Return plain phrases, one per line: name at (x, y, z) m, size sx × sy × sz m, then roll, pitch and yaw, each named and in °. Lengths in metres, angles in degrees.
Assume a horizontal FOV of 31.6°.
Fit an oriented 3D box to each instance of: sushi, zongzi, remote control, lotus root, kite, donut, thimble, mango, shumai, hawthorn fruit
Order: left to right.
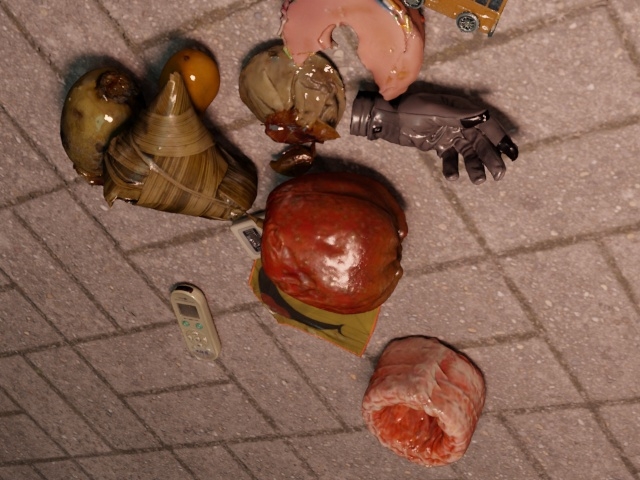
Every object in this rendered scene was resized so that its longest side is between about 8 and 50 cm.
lotus root at (-0.402, -0.198, 2.046) m, size 0.154 × 0.154 × 0.278 m, roll 28°, pitch 143°, yaw 1°
mango at (-0.226, -0.259, 1.935) m, size 0.102 × 0.084 × 0.184 m, roll 21°, pitch 151°, yaw -2°
remote control at (-0.266, 0.177, 2.440) m, size 0.078 × 0.042 × 0.221 m, roll 9°, pitch 135°, yaw 23°
zongzi at (-0.201, -0.161, 1.931) m, size 0.286 × 0.134 × 0.288 m, roll 9°, pitch 136°, yaw -32°
remote control at (-0.078, -0.020, 2.128) m, size 0.190 × 0.029 × 0.087 m, roll -15°, pitch 120°, yaw 35°
shumai at (-0.054, -0.214, 1.854) m, size 0.201 × 0.120 × 0.201 m, roll 14°, pitch 140°, yaw 13°
sushi at (-0.045, -0.141, 1.983) m, size 0.099 × 0.047 × 0.050 m, roll -16°, pitch 136°, yaw 20°
kite at (0.005, 0.101, 2.231) m, size 0.328 × 0.013 × 0.377 m, roll -16°, pitch 122°, yaw 38°
hawthorn fruit at (0.023, 0.004, 1.932) m, size 0.262 × 0.258 × 0.258 m, roll 6°, pitch 143°, yaw -18°
donut at (0.054, -0.327, 1.700) m, size 0.233 × 0.085 × 0.199 m, roll 24°, pitch 140°, yaw 6°
thimble at (0.204, 0.316, 2.229) m, size 0.239 × 0.162 × 0.239 m, roll 19°, pitch 140°, yaw 16°

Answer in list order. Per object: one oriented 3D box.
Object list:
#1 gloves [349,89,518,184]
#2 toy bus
gloves at (0.174, -0.177, 1.766) m, size 0.286 × 0.119 × 0.142 m, roll 26°, pitch 153°, yaw 18°
toy bus at (0.179, -0.372, 1.579) m, size 0.182 × 0.091 × 0.103 m, roll 25°, pitch 138°, yaw 2°
